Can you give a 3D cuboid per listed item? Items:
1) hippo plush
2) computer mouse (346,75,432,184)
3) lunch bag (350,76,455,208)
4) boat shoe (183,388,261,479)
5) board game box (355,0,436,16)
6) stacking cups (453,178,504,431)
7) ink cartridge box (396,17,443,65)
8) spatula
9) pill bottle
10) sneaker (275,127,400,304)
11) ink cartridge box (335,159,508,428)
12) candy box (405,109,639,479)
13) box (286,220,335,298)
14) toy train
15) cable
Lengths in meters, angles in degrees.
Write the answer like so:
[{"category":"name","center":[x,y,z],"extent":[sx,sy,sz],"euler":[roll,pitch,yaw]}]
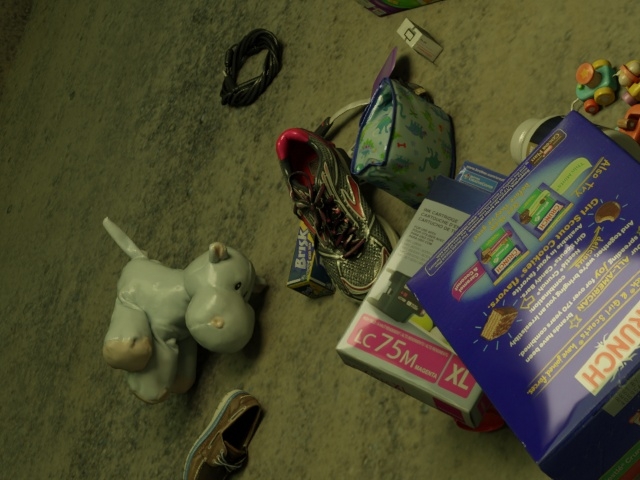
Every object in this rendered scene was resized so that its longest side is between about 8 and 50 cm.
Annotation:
[{"category":"hippo plush","center":[-0.199,0.111,2.008],"extent":[0.237,0.234,0.294],"euler":[-15,56,18]},{"category":"computer mouse","center":[0.095,-0.157,1.889],"extent":[0.193,0.042,0.106],"euler":[-56,37,0]},{"category":"lunch bag","center":[0.122,-0.140,1.752],"extent":[0.096,0.129,0.151],"euler":[-14,56,50]},{"category":"boat shoe","center":[-0.147,0.313,1.857],"extent":[0.066,0.066,0.183],"euler":[12,77,56]},{"category":"board game box","center":[0.146,-0.466,1.946],"extent":[0.275,0.144,0.142],"euler":[-3,65,55]},{"category":"stacking cups","center":[0.200,0.080,1.532],"extent":[0.096,0.096,0.316],"euler":[-30,50,41]},{"category":"ink cartridge box","center":[0.155,-0.305,1.903],"extent":[0.028,0.048,0.083],"euler":[-52,34,16]},{"category":"spatula","center":[0.037,-0.204,2.007],"extent":[0.296,0.030,0.084],"euler":[-41,23,34]},{"category":"pill bottle","center":[0.302,-0.100,1.493],"extent":[0.094,0.094,0.169],"euler":[-61,27,2]},{"category":"sneaker","center":[0.016,-0.033,1.784],"extent":[0.121,0.112,0.299],"euler":[-38,59,13]},{"category":"ink cartridge box","center":[0.174,0.045,1.470],"extent":[0.186,0.065,0.311],"euler":[24,69,26]},{"category":"candy box","center":[0.264,0.058,1.230],"extent":[0.268,0.122,0.317],"euler":[-47,34,10]},{"category":"box","center":[0.000,0.000,1.892],"extent":[0.059,0.054,0.169],"euler":[-18,53,49]},{"category":"toy train","center":[0.354,-0.170,1.520],"extent":[0.166,0.046,0.125],"euler":[24,87,58]},{"category":"cable","center":[-0.138,-0.325,2.340],"extent":[0.184,0.047,0.150],"euler":[5,71,55]}]
